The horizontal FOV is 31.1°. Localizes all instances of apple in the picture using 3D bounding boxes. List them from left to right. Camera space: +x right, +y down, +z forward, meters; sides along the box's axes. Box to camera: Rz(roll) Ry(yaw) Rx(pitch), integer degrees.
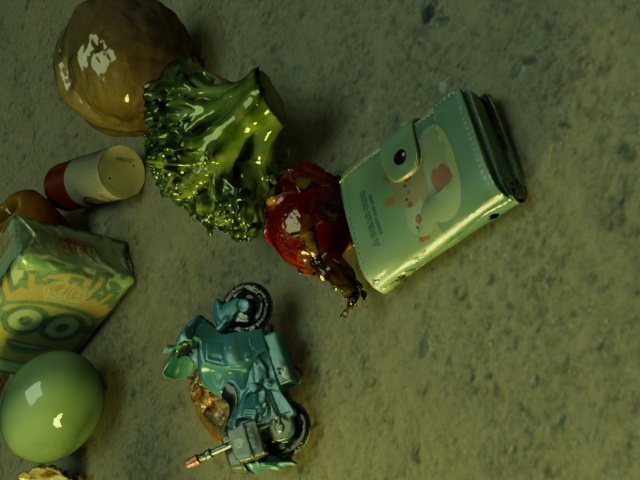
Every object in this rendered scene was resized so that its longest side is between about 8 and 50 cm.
[{"bbox_3d":[-0.549,0.004,2.190,0.195,0.173,0.160,19,69,53],"label":"apple"}]

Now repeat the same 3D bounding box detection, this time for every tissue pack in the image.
[{"bbox_3d":[-0.508,0.108,2.055,0.311,0.228,0.128,-47,46,30],"label":"tissue pack"}]

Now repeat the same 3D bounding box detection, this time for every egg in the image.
[{"bbox_3d":[-0.466,0.290,1.994,0.231,0.168,0.168,-55,43,30],"label":"egg"}]

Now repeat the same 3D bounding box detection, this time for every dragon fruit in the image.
[{"bbox_3d":[0.000,0.000,1.562,0.125,0.125,0.246,-47,53,27],"label":"dragon fruit"}]

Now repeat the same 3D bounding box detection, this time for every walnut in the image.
[{"bbox_3d":[-0.333,-0.292,1.968,0.248,0.248,0.248,-19,64,46],"label":"walnut"}]

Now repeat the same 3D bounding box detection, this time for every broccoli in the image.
[{"bbox_3d":[-0.126,-0.154,1.685,0.245,0.248,0.288,-31,100,33],"label":"broccoli"}]

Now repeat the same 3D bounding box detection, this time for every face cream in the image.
[{"bbox_3d":[-0.419,-0.112,2.121,0.214,0.096,0.096,-9,72,49],"label":"face cream"}]

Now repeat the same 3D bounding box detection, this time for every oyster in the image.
[{"bbox_3d":[-0.463,0.434,2.032,0.148,0.051,0.103,-4,114,38],"label":"oyster"}]

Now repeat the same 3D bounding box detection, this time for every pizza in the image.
[{"bbox_3d":[-0.130,0.200,1.711,0.185,0.052,0.195,47,114,43],"label":"pizza"}]

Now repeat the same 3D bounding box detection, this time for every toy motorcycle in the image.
[{"bbox_3d":[-0.121,0.202,1.607,0.182,0.123,0.272,-24,68,11],"label":"toy motorcycle"}]

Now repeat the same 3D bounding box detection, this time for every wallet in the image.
[{"bbox_3d":[0.134,-0.064,1.457,0.250,0.075,0.176,-37,59,39],"label":"wallet"}]
